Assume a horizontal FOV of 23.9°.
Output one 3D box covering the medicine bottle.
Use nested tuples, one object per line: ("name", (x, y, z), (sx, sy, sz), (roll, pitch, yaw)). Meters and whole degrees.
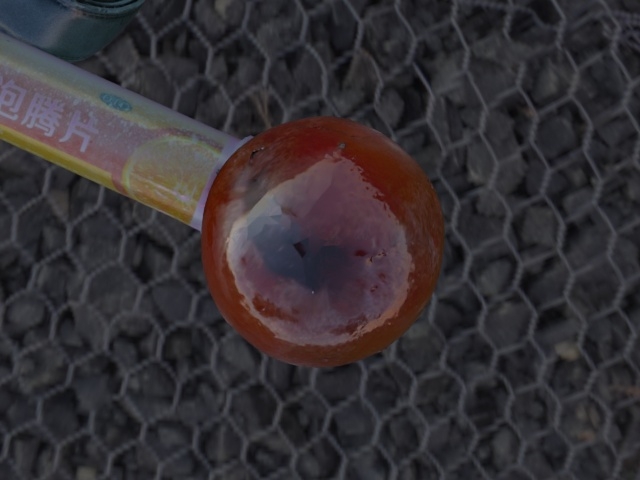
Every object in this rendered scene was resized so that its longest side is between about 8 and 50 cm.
("medicine bottle", (-0.269, -0.128, 1.391), (0.426, 0.108, 0.108), (24, 112, -1))

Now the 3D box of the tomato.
("tomato", (0.000, 0.000, 1.263), (0.208, 0.208, 0.184), (-19, 155, 6))

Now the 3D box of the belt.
("belt", (-0.295, -0.308, 1.693), (0.116, 0.267, 0.206), (-42, 85, 27))
